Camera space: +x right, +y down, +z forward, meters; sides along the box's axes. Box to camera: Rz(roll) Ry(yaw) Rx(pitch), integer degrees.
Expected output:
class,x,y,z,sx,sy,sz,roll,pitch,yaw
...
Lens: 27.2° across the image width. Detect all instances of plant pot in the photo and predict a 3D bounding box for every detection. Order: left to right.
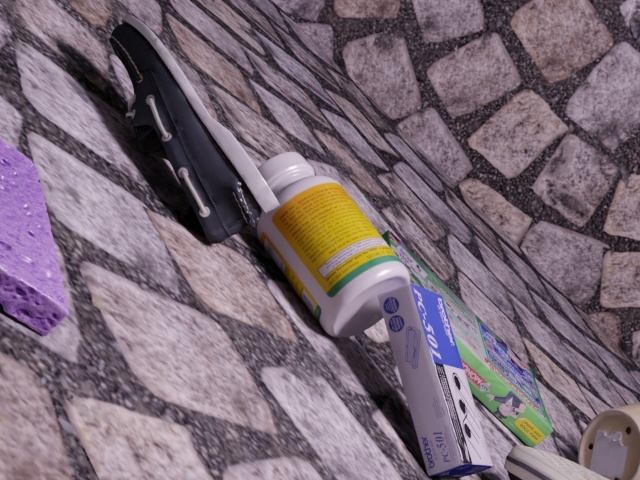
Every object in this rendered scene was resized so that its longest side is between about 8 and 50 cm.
class,x,y,z,sx,sy,sz,roll,pitch,yaw
plant pot,0.520,0.338,1.953,0.274,0.256,0.256,17,28,-32

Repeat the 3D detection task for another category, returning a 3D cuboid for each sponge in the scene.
class,x,y,z,sx,sy,sz,roll,pitch,yaw
sponge,-0.256,-0.026,1.004,0.117,0.031,0.210,37,16,-36

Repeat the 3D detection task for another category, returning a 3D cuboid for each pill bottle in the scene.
class,x,y,z,sx,sy,sz,roll,pitch,yaw
pill bottle,0.000,0.000,1.528,0.208,0.117,0.117,52,14,25

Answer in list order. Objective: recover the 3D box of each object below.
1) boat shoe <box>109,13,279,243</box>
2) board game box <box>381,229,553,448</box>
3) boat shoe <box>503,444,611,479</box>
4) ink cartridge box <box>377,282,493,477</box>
class,x,y,z,sx,sy,sz,roll,pitch,yaw
boat shoe,-0.163,-0.126,1.452,0.302,0.091,0.114,52,-6,29
board game box,0.195,0.136,1.885,0.317,0.046,0.213,44,14,-12
boat shoe,0.360,0.398,1.415,0.187,0.156,0.500,22,16,-50
ink cartridge box,0.127,0.156,1.465,0.097,0.046,0.207,22,49,-61
